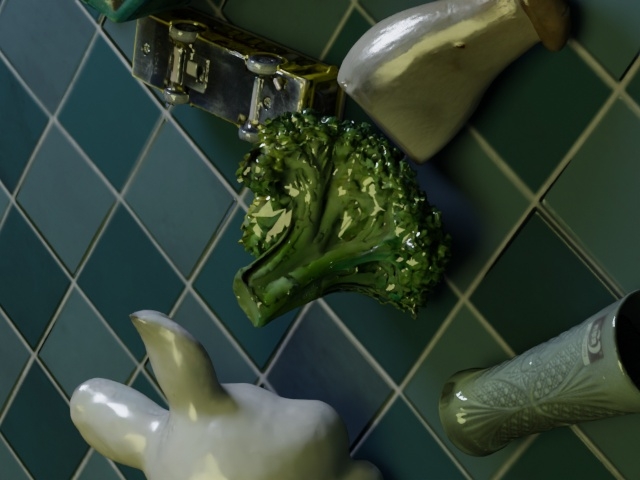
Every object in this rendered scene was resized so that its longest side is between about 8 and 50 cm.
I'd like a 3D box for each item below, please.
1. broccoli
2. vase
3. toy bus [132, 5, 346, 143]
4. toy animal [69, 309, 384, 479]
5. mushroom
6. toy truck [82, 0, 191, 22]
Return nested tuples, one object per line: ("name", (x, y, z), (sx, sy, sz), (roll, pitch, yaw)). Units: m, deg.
("broccoli", (0.000, 0.000, 1.549), (0.194, 0.194, 0.220), (-14, 110, 45))
("vase", (0.191, 0.115, 1.485), (0.219, 0.096, 0.096), (-26, 82, 47))
("toy bus", (-0.081, -0.148, 1.687), (0.226, 0.074, 0.081), (24, 115, 38))
("toy animal", (-0.076, 0.239, 1.663), (0.196, 0.241, 0.368), (-47, 68, 38))
("mushroom", (0.105, -0.155, 1.505), (0.116, 0.093, 0.225), (44, 122, -6))
("toy truck", (-0.147, -0.340, 1.652), (0.156, 0.155, 0.279), (39, 124, 19))
